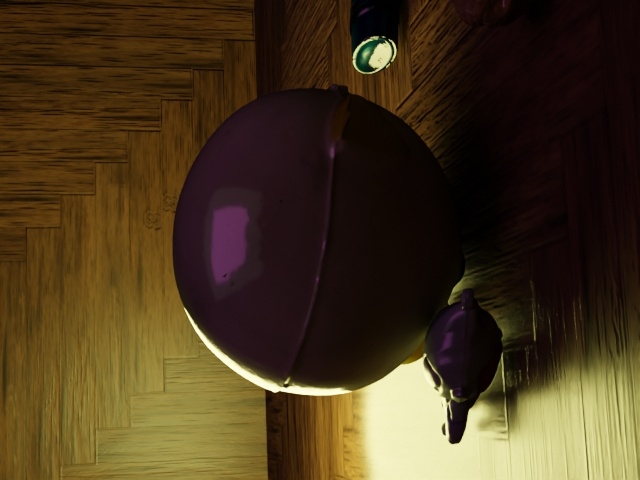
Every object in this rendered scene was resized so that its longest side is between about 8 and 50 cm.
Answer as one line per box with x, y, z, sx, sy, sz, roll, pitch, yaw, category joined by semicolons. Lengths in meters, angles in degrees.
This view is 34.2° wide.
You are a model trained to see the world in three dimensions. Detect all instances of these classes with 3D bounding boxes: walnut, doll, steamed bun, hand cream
0.151;-0.230;0.894;0.096;0.079;0.082;102;162;-48;walnut
0.137;0.117;1.012;0.227;0.075;0.102;85;-173;-54;doll
-0.006;-0.002;1.120;0.374;0.334;0.334;-132;43;-75;steamed bun
0.070;-0.356;1.388;0.120;0.061;0.270;114;158;-62;hand cream
